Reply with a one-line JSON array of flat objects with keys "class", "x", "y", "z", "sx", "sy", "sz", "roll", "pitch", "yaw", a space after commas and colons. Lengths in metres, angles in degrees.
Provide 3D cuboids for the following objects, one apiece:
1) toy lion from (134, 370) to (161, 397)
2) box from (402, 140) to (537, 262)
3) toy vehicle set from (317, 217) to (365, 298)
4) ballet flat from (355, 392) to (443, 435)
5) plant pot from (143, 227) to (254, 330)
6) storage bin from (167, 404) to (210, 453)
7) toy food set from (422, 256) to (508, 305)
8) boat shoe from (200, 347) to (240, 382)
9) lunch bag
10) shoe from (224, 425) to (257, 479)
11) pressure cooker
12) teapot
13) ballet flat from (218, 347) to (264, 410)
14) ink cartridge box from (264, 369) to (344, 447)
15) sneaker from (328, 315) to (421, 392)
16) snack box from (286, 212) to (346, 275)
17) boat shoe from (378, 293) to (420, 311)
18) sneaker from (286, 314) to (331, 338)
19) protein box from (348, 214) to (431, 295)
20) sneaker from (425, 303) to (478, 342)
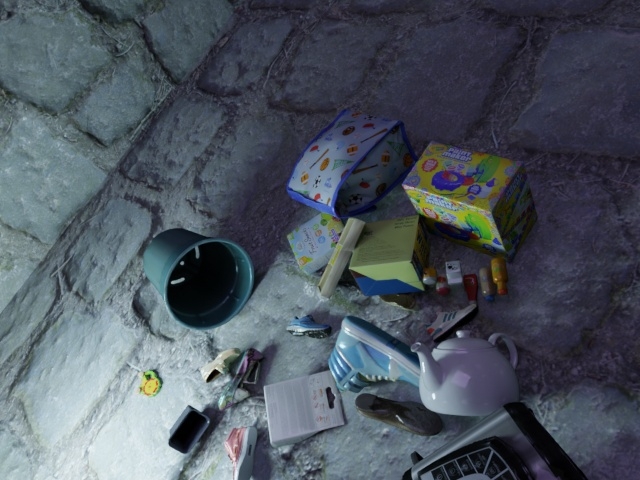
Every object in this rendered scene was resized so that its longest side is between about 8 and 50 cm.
[{"class": "toy lion", "x": -0.631, "y": 0.530, "z": 1.868, "sx": 0.096, "sy": 0.034, "sz": 0.100, "roll": -13, "pitch": 53, "yaw": 15}, {"class": "box", "x": 0.441, "y": -0.116, "z": 1.485, "sx": 0.290, "sy": 0.279, "sz": 0.177, "roll": 25, "pitch": 74, "yaw": 41}, {"class": "toy vehicle set", "x": 0.064, "y": 0.052, "z": 1.644, "sx": 0.166, "sy": 0.035, "sz": 0.266, "roll": -125, "pitch": 59, "yaw": -85}, {"class": "ballet flat", "x": 0.210, "y": 0.477, "z": 1.376, "sx": 0.250, "sy": 0.058, "sz": 0.084, "roll": 6, "pitch": 41, "yaw": 28}, {"class": "plant pot", "x": -0.481, "y": 0.112, "z": 1.881, "sx": 0.334, "sy": 0.341, "sz": 0.341, "roll": 23, "pitch": 73, "yaw": 47}, {"class": "storage bin", "x": -0.431, "y": 0.610, "z": 1.655, "sx": 0.135, "sy": 0.098, "sz": 0.091, "roll": -54, "pitch": 21, "yaw": -11}, {"class": "toy food set", "x": 0.413, "y": 0.128, "z": 1.444, "sx": 0.232, "sy": 0.111, "sz": 0.104, "roll": -8, "pitch": 56, "yaw": 17}, {"class": "boat shoe", "x": -0.337, "y": 0.431, "z": 1.736, "sx": 0.170, "sy": 0.063, "sz": 0.059, "roll": -38, "pitch": 49, "yaw": 16}, {"class": "lunch bag", "x": 0.095, "y": -0.251, "z": 1.803, "sx": 0.385, "sy": 0.239, "sz": 0.328, "roll": -44, "pitch": 37, "yaw": -14}, {"class": "shoe", "x": -0.249, "y": 0.653, "z": 1.527, "sx": 0.081, "sy": 0.063, "sz": 0.178, "roll": -13, "pitch": 48, "yaw": 26}, {"class": "pressure cooker", "x": 0.345, "y": 0.583, "z": 1.005, "sx": 0.420, "sy": 0.370, "sz": 0.375, "roll": -36, "pitch": 79, "yaw": 6}, {"class": "teapot", "x": 0.363, "y": 0.313, "z": 1.242, "sx": 0.253, "sy": 0.256, "sz": 0.187, "roll": -4, "pitch": 82, "yaw": 15}, {"class": "ballet flat", "x": -0.252, "y": 0.463, "z": 1.659, "sx": 0.079, "sy": 0.077, "sz": 0.221, "roll": 21, "pitch": 70, "yaw": 19}, {"class": "ink cartridge box", "x": -0.050, "y": 0.504, "z": 1.528, "sx": 0.225, "sy": 0.056, "sz": 0.181, "roll": -14, "pitch": 51, "yaw": 0}, {"class": "sneaker", "x": 0.165, "y": 0.376, "z": 1.439, "sx": 0.319, "sy": 0.127, "sz": 0.208, "roll": 30, "pitch": 98, "yaw": 27}, {"class": "snack box", "x": 0.000, "y": 0.000, "z": 1.818, "sx": 0.207, "sy": 0.070, "sz": 0.174, "roll": -34, "pitch": 49, "yaw": 9}, {"class": "boat shoe", "x": 0.240, "y": 0.181, "z": 1.570, "sx": 0.153, "sy": 0.048, "sz": 0.056, "roll": 19, "pitch": 75, "yaw": 45}, {"class": "sneaker", "x": -0.035, "y": 0.274, "z": 1.656, "sx": 0.162, "sy": 0.063, "sz": 0.073, "roll": 0, "pitch": 56, "yaw": 31}, {"class": "protein box", "x": 0.221, "y": 0.048, "z": 1.574, "sx": 0.200, "sy": 0.136, "sz": 0.201, "roll": -9, "pitch": 41, "yaw": 27}, {"class": "sneaker", "x": 0.371, "y": 0.218, "z": 1.447, "sx": 0.161, "sy": 0.057, "sz": 0.075, "roll": -39, "pitch": 53, "yaw": 6}]
